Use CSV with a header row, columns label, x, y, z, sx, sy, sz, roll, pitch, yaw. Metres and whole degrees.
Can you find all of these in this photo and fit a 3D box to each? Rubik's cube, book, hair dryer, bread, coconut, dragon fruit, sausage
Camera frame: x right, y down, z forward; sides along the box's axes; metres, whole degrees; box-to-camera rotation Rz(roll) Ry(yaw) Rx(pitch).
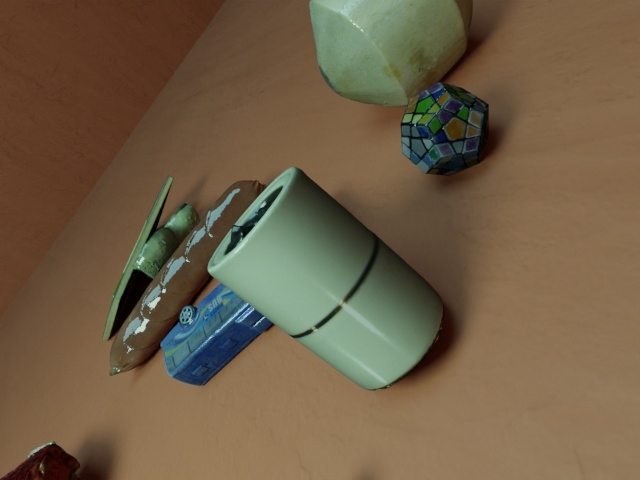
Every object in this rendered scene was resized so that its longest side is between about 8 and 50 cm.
label,x,y,z,sx,sy,sz,roll,pitch,yaw
Rubik's cube,0.148,-0.131,0.580,0.093,0.111,0.111,-32,26,-23
book,-0.403,0.037,1.079,0.228,0.018,0.322,-50,24,48
hair dryer,0.000,0.000,0.580,0.128,0.203,0.362,-47,16,12
bread,-0.311,0.024,0.982,0.172,0.064,0.232,-53,9,29
coconut,0.092,-0.307,0.716,0.241,0.241,0.241,-31,38,28
dragon fruit,-0.423,0.420,0.710,0.205,0.152,0.317,-49,14,-31
sausage,-0.243,0.062,0.879,0.433,0.088,0.088,-53,33,-3

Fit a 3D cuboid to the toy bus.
label,x,y,z,sx,sy,sz,roll,pitch,yaw
toy bus,-0.125,0.108,0.703,0.236,0.079,0.094,-42,50,14
